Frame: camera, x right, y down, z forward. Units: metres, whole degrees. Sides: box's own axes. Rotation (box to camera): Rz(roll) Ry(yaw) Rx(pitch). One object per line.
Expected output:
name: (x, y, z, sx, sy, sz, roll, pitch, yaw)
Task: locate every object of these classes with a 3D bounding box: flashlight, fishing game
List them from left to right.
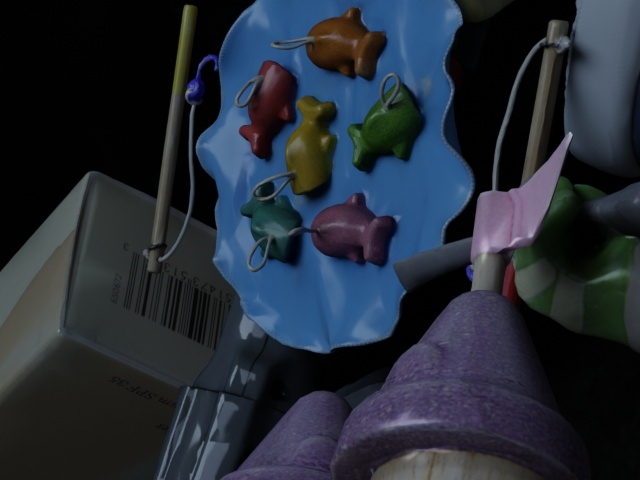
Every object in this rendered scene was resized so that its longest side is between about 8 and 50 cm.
fishing game: (-0.003, -0.044, 0.673, 0.264, 0.041, 0.189, 19, 101, 51)
flashlight: (0.000, 0.000, 0.795, 0.103, 0.103, 0.304, 0, 69, 58)

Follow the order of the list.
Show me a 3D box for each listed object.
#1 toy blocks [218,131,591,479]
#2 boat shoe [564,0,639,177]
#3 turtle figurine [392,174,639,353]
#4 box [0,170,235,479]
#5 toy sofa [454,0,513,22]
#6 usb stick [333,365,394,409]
toy blocks: (-0.014, 0.155, 0.368, 0.288, 0.309, 0.260, -49, 22, 46)
boat shoe: (0.181, -0.161, 0.592, 0.094, 0.109, 0.302, 22, 94, 23)
turtle figurine: (0.125, -0.067, 0.402, 0.274, 0.198, 0.266, -114, 15, -50)
box: (-0.161, 0.112, 0.928, 0.311, 0.148, 0.121, -44, 30, 38)
toy sofa: (0.012, -0.238, 0.777, 0.177, 0.150, 0.362, -36, 33, -20)
usb stick: (0.011, 0.179, 0.636, 0.077, 0.045, 0.278, -38, 33, 44)
